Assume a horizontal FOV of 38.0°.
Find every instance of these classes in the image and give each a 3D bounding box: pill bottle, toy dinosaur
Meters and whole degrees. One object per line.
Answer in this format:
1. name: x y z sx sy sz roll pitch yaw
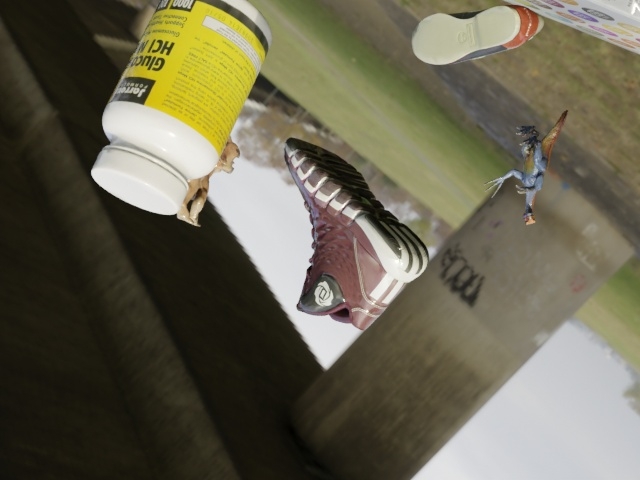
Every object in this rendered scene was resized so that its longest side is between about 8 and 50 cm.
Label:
1. pill bottle: -0.218 -0.217 1.432 0.188 0.333 0.188 20 162 7
2. toy dinosaur: -0.249 -0.140 1.699 0.127 0.200 0.296 19 178 5
3. toy dinosaur: 0.192 -0.057 0.818 0.047 0.090 0.082 -113 0 -57

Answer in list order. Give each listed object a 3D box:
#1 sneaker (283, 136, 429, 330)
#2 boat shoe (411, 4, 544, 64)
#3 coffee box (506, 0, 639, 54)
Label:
1. sneaker: 0.000 0.000 1.118 0.106 0.162 0.281 16 -156 -39
2. boat shoe: 0.143 -0.193 0.867 0.043 0.049 0.137 -13 -172 -38
3. coffee box: 0.494 -0.485 1.409 0.335 0.338 0.337 20 -170 -6
